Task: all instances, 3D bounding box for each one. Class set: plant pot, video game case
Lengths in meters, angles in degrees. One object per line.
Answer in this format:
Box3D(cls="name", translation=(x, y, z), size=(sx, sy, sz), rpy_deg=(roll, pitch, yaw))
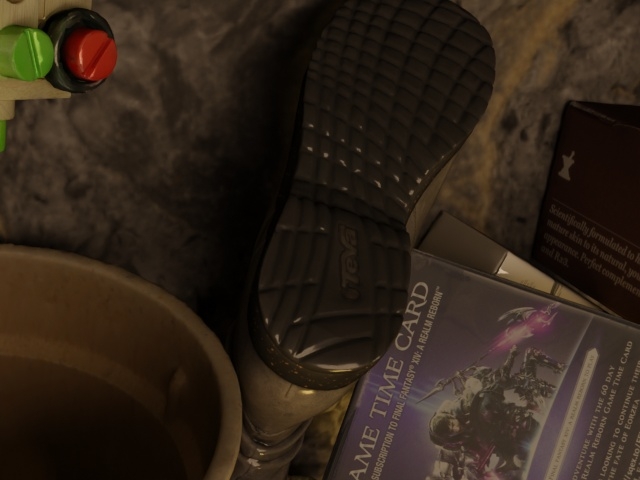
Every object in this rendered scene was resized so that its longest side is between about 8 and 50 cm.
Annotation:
Box3D(cls="plant pot", translation=(-0.215, 0.217, 0.797), size=(0.333, 0.334, 0.305), rpy_deg=(-11, 124, -21))
Box3D(cls="video game case", translation=(0.152, 0.139, 0.892), size=(0.274, 0.026, 0.196), rpy_deg=(19, 87, 13))

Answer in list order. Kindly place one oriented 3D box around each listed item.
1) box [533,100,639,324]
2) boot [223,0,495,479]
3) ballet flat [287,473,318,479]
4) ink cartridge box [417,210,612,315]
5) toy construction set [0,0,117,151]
Box3D(cls="box", translation=(0.379, -0.009, 1.039), size=(0.381, 0.191, 0.143), rpy_deg=(4, 108, -26))
Box3D(cls="boot", translation=(0.000, 0.000, 0.895), size=(0.118, 0.338, 0.223), rpy_deg=(27, 142, -1))
Box3D(cls="ballet flat", translation=(-0.032, 0.246, 0.876), size=(0.123, 0.348, 0.123), rpy_deg=(1, 102, 5))
Box3D(cls="ink cartridge box", translation=(0.144, 0.042, 1.000), size=(0.135, 0.099, 0.056), rpy_deg=(30, 95, -31))
Box3D(cls="toy construction set", translation=(-0.216, -0.165, 0.720), size=(0.215, 0.151, 0.328), rpy_deg=(-9, 124, -49))
